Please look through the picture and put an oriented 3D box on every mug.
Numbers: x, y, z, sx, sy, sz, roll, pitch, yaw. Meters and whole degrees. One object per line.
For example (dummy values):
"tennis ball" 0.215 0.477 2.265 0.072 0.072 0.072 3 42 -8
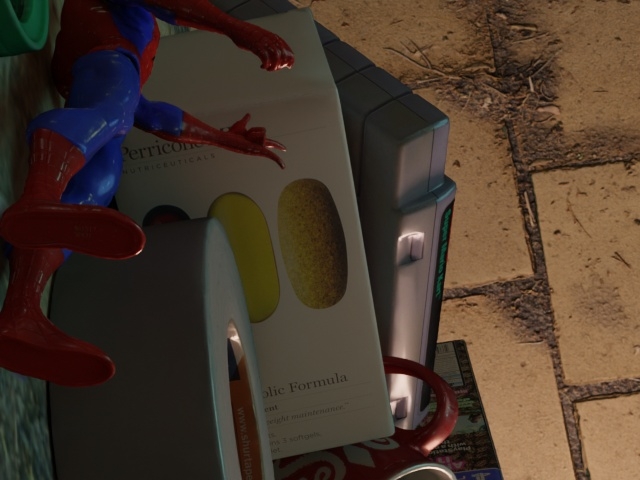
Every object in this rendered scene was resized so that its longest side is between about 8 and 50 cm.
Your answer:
"mug" 0.011 0.148 0.893 0.169 0.150 0.113 33 -34 42

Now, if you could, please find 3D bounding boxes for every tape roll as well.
"tape roll" -0.070 0.101 0.638 0.219 0.072 0.219 -9 90 -87

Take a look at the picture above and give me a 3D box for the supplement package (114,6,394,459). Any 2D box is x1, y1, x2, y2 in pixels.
"supplement package" -0.044 0.001 0.800 0.134 0.139 0.244 -104 -177 -60

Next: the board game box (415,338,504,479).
"board game box" 0.053 0.236 1.266 0.291 0.232 0.141 -92 173 -68

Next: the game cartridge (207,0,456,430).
"game cartridge" 0.000 0.000 0.980 0.230 0.068 0.355 37 -36 31

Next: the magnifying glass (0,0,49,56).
"magnifying glass" -0.140 -0.169 0.479 0.231 0.026 0.092 78 4 -46

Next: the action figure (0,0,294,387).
"action figure" -0.062 -0.048 0.572 0.280 0.139 0.092 -100 -155 -55
